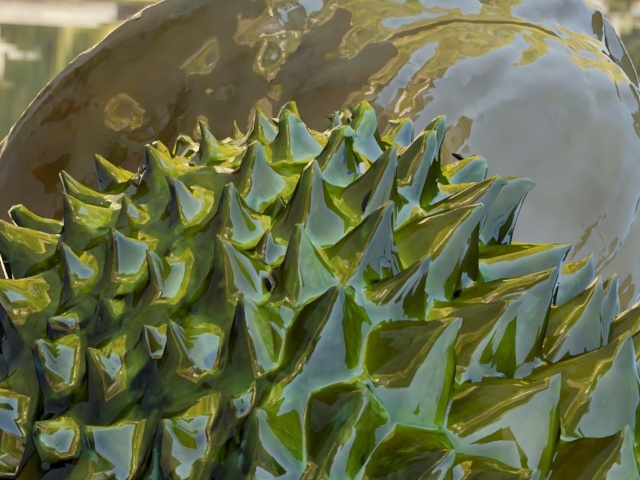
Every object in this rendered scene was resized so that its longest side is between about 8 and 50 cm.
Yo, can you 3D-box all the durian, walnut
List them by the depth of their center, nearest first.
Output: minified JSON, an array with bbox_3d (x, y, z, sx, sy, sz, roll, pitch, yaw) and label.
[{"bbox_3d":[-0.007,0.098,0.487,0.224,0.291,0.291,31,59,-55],"label":"durian"},{"bbox_3d":[0.001,0.002,0.853,0.252,0.313,0.277,53,6,-4],"label":"walnut"}]
